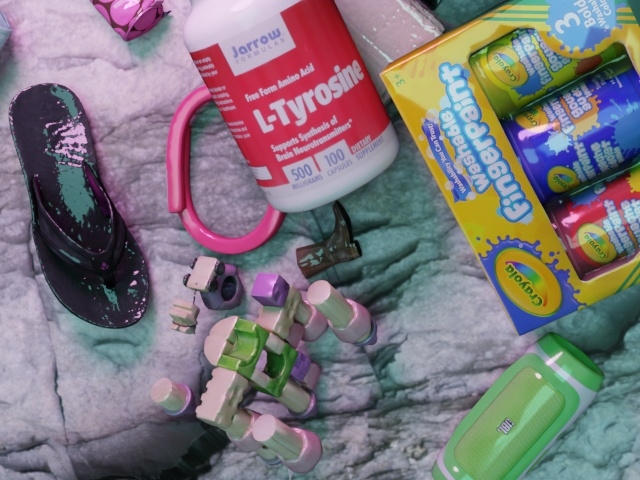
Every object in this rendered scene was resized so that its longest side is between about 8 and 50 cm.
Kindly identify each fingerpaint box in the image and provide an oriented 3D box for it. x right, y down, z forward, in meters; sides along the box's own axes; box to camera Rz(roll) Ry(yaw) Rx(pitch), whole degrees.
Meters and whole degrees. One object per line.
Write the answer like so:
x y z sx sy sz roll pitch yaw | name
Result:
0.354 -0.142 1.430 0.371 0.163 0.445 -26 99 14 | fingerpaint box

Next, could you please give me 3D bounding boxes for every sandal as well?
-0.420 -0.055 1.660 0.167 0.107 0.446 -22 89 -16 | sandal

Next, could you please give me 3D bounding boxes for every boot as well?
0.000 0.000 1.633 0.114 0.037 0.106 -20 88 19 | boot

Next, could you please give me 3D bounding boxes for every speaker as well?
0.307 0.288 1.537 0.131 0.131 0.296 39 102 7 | speaker

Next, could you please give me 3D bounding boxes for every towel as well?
0.045 -0.355 1.553 0.282 0.049 0.187 44 118 0 | towel

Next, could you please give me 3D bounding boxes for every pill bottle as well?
-0.061 -0.266 1.464 0.229 0.229 0.408 -23 109 14 | pill bottle

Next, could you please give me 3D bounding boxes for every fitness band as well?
-0.153 -0.121 1.651 0.209 0.054 0.291 2 96 11 | fitness band

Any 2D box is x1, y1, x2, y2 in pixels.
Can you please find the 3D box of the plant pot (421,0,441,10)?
0.141 -0.492 1.488 0.167 0.188 0.187 41 103 19 | plant pot

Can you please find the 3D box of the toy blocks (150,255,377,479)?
-0.076 0.215 1.597 0.309 0.260 0.289 8 67 36 | toy blocks

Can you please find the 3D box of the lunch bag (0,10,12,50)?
-0.672 -0.349 1.699 0.262 0.160 0.223 40 102 13 | lunch bag

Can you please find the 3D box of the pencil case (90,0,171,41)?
-0.352 -0.441 1.649 0.209 0.095 0.098 49 134 5 | pencil case
